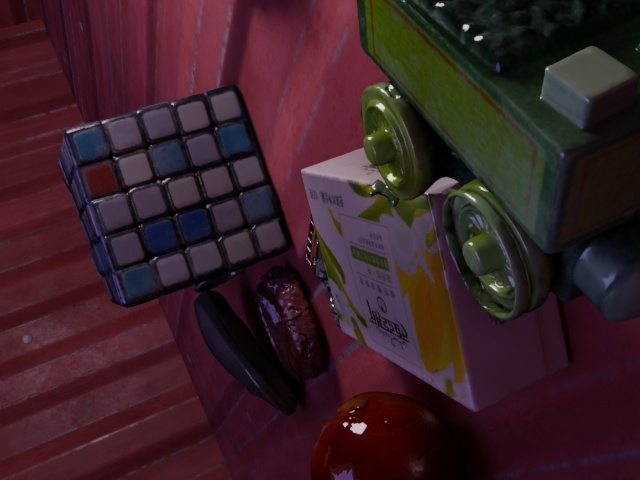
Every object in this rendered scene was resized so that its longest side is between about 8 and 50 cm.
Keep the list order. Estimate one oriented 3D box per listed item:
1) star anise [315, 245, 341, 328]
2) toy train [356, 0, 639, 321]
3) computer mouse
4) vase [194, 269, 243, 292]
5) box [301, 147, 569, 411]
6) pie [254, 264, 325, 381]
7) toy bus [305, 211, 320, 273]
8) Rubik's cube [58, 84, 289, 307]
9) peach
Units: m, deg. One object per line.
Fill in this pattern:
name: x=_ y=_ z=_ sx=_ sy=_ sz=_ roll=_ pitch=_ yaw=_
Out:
star anise: x=0.029 y=0.040 z=0.945 sx=0.204 sy=0.061 sz=0.181 roll=-11 pitch=-87 yaw=-85
toy train: x=0.124 y=-0.082 z=0.472 sx=0.188 sy=0.159 sz=0.272 roll=82 pitch=162 yaw=-50
computer mouse: x=-0.163 y=0.233 z=1.573 sx=0.331 sy=0.095 sz=0.197 roll=47 pitch=175 yaw=42
vase: x=-0.287 y=-0.076 z=1.590 sx=0.360 sy=0.165 sz=0.165 roll=60 pitch=159 yaw=10
box: x=0.096 y=0.017 z=0.727 sx=0.260 sy=0.111 sz=0.195 roll=17 pitch=125 yaw=63
pie: x=-0.056 y=0.144 z=1.329 sx=0.204 sy=0.054 sz=0.219 roll=60 pitch=159 yaw=25
toy bus: x=0.000 y=0.000 z=1.076 sx=0.043 sy=0.031 sz=0.110 roll=60 pitch=157 yaw=32
Rubik's cube: x=-0.256 y=-0.066 z=1.301 sx=0.292 sy=0.292 sz=0.287 roll=69 pitch=161 yaw=-4
peach: x=0.087 y=0.277 z=0.913 sx=0.197 sy=0.197 sz=0.197 roll=53 pitch=154 yaw=39
